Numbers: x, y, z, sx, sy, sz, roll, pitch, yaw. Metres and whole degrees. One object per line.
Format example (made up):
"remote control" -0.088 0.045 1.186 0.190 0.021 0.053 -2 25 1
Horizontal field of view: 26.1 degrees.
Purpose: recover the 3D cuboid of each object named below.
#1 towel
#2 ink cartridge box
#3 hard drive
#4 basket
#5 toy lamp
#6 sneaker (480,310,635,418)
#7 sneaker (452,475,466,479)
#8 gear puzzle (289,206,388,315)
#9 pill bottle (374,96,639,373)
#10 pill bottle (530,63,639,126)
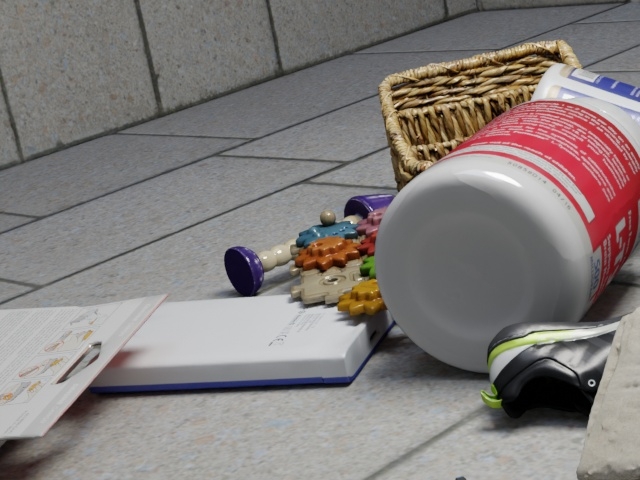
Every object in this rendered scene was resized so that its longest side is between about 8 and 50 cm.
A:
"towel" 0.341 0.117 1.090 0.282 0.049 0.187 -12 44 45
"ink cartridge box" -0.331 0.163 1.513 0.261 0.066 0.296 -5 24 24
"hard drive" -0.086 0.116 1.617 0.318 0.040 0.210 -5 17 21
"basket" 0.248 -0.144 1.966 0.299 0.223 0.213 -11 16 -1
"toy lamp" 0.000 0.000 1.905 0.274 0.080 0.080 -24 20 -31
"sneaker" 0.270 0.131 1.307 0.234 0.084 0.097 -7 45 9
"sneaker" 0.086 0.243 1.015 0.081 0.080 0.211 -17 6 3
"gear puzzle" 0.045 0.021 1.681 0.175 0.044 0.339 -11 18 2
"pill bottle" 0.241 -0.030 1.556 0.229 0.229 0.407 -2 18 29
"pill bottle" 0.400 -0.119 1.776 0.264 0.153 0.153 21 27 18
